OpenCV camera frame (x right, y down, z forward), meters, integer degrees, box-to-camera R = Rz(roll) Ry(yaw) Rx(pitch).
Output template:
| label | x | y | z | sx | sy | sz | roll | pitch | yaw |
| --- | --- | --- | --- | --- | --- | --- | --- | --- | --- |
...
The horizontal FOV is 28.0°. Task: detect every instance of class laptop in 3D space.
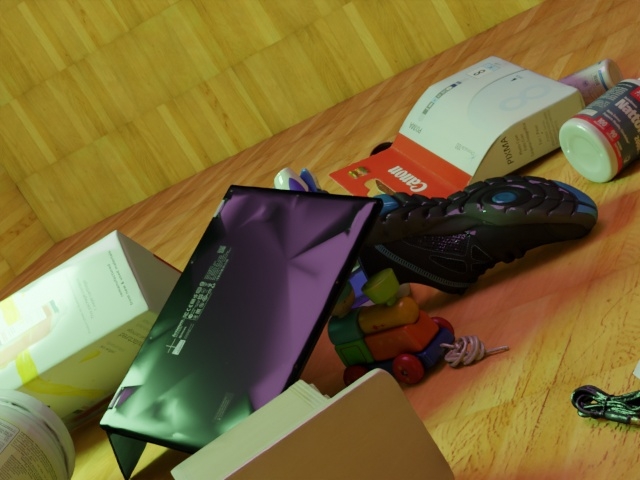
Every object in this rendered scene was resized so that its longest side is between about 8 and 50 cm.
| label | x | y | z | sx | sy | sz | roll | pitch | yaw |
| --- | --- | --- | --- | --- | --- | --- | --- | --- | --- |
| laptop | -0.103 | 0.146 | 1.723 | 0.408 | 0.236 | 0.382 | 6 | 60 | 39 |

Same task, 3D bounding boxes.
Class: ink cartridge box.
| label | x | y | z | sx | sy | sz | roll | pitch | yaw |
| --- | --- | --- | --- | --- | --- | --- | --- | --- | --- |
| ink cartridge box | 0.223 | -0.184 | 2.233 | 0.385 | 0.091 | 0.308 | -26 | 27 | -12 |
| ink cartridge box | -0.409 | 0.178 | 2.137 | 0.385 | 0.160 | 0.279 | -31 | -23 | 9 |

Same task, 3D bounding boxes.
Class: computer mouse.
| label | x | y | z | sx | sy | sz | roll | pitch | yaw |
| --- | --- | --- | --- | --- | --- | --- | --- | --- | --- |
| computer mouse | 0.339 | 0.110 | 1.253 | 0.193 | 0.042 | 0.106 | -37 | 13 | -22 |

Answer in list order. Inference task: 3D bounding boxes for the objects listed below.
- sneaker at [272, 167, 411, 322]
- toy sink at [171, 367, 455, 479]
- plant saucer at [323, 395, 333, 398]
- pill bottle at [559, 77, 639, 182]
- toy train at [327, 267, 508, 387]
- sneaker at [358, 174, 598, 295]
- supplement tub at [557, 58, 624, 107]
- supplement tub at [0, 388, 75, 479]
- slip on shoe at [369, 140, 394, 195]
| label | x | y | z | sx | sy | sz | roll | pitch | yaw |
| --- | --- | --- | --- | --- | --- | --- | --- | --- | --- |
| sneaker | 0.000 | 0.000 | 1.976 | 0.130 | 0.236 | 0.323 | -34 | 13 | -12 |
| toy sink | -0.009 | 0.241 | 1.313 | 0.234 | 0.152 | 0.131 | -35 | 13 | -10 |
| plant saucer | -0.044 | 0.255 | 1.604 | 0.168 | 0.029 | 0.168 | -30 | 13 | 8 |
| pill bottle | 0.452 | -0.176 | 1.894 | 0.180 | 0.108 | 0.108 | -37 | 14 | -19 |
| toy train | 0.107 | 0.095 | 1.599 | 0.248 | 0.143 | 0.105 | -19 | 19 | 44 |
| sneaker | 0.215 | -0.003 | 1.779 | 0.341 | 0.139 | 0.125 | -5 | 23 | 17 |
| supplement tub | 0.476 | -0.271 | 2.268 | 0.107 | 0.071 | 0.071 | -22 | 17 | 35 |
| supplement tub | -0.486 | 0.364 | 1.740 | 0.235 | 0.235 | 0.325 | -26 | 14 | 21 |
| slip on shoe | 0.165 | -0.129 | 2.378 | 0.123 | 0.101 | 0.331 | -31 | 15 | -7 |
